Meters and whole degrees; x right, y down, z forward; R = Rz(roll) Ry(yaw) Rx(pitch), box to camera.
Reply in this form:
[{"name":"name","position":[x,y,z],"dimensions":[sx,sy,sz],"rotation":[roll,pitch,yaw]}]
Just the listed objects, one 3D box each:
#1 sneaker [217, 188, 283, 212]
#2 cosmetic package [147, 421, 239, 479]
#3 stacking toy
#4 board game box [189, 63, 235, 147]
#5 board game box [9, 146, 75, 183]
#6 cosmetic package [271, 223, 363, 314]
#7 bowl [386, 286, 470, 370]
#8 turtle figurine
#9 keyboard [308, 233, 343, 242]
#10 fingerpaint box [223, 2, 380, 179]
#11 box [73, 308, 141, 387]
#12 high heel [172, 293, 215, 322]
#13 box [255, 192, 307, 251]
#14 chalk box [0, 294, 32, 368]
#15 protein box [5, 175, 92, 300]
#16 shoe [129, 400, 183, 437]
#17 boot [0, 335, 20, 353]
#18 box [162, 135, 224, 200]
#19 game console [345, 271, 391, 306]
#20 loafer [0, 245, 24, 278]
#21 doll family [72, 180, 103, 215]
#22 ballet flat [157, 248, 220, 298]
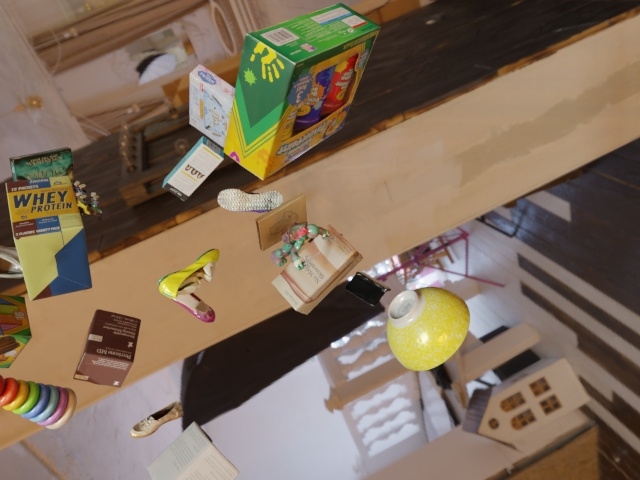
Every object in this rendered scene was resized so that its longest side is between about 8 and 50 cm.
[{"name":"sneaker","position":[-0.317,-0.168,2.271],"dimensions":[0.146,0.293,0.102],"rotation":[115,158,-83]},{"name":"cosmetic package","position":[-0.369,0.667,1.446],"dimensions":[0.151,0.184,0.151],"rotation":[15,142,57]},{"name":"stacking toy","position":[-0.964,0.509,1.608],"dimensions":[0.330,0.141,0.141],"rotation":[49,-172,-51]},{"name":"board game box","position":[-0.344,-0.452,1.864],"dimensions":[0.318,0.066,0.318],"rotation":[36,156,-1]},{"name":"board game box","position":[-0.889,-0.222,1.602],"dimensions":[0.026,0.186,0.126],"rotation":[24,122,28]},{"name":"cosmetic package","position":[-0.009,0.105,1.776],"dimensions":[0.153,0.296,0.129],"rotation":[44,-178,22]},{"name":"bowl","position":[0.307,0.246,1.573],"dimensions":[0.156,0.289,0.289],"rotation":[42,-178,-23]},{"name":"turtle figurine","position":[-0.049,0.002,1.424],"dimensions":[0.234,0.175,0.118],"rotation":[-20,106,54]},{"name":"keyboard","position":[0.000,0.000,2.107],"dimensions":[0.100,0.192,0.038],"rotation":[64,-154,-78]},{"name":"fingerpaint box","position":[-0.049,-0.436,1.441],"dimensions":[0.163,0.445,0.371],"rotation":[36,135,12]},{"name":"box","position":[-0.770,0.392,1.810],"dimensions":[0.167,0.168,0.203],"rotation":[-54,30,31]},{"name":"high heel","position":[-0.504,0.233,1.917],"dimensions":[0.244,0.082,0.117],"rotation":[25,152,18]},{"name":"box","position":[-0.135,-0.064,1.761],"dimensions":[0.021,0.201,0.164],"rotation":[45,154,30]},{"name":"chalk box","position":[-1.115,0.284,1.582],"dimensions":[0.289,0.180,0.179],"rotation":[17,-147,-51]},{"name":"protein box","position":[-0.634,-0.009,1.169],"dimensions":[0.201,0.136,0.199],"rotation":[54,143,37]},{"name":"shoe","position":[-0.626,0.679,1.900],"dimensions":[0.077,0.219,0.058],"rotation":[18,112,37]},{"name":"boot","position":[-0.860,0.240,1.137],"dimensions":[0.112,0.305,0.115],"rotation":[-28,73,40]},{"name":"box","position":[-0.473,-0.265,1.856],"dimensions":[0.100,0.244,0.060],"rotation":[36,-155,-31]},{"name":"game console","position":[0.164,0.164,1.698],"dimensions":[0.122,0.071,0.107],"rotation":[31,-173,21]},{"name":"loafer","position":[-1.130,0.070,1.702],"dimensions":[0.111,0.319,0.112],"rotation":[-83,-4,-65]},{"name":"doll family","position":[-0.890,-0.147,1.836],"dimensions":[0.193,0.076,0.111],"rotation":[37,137,16]},{"name":"ballet flat","position":[-0.355,0.101,1.428],"dimensions":[0.077,0.231,0.077],"rotation":[35,130,19]}]
